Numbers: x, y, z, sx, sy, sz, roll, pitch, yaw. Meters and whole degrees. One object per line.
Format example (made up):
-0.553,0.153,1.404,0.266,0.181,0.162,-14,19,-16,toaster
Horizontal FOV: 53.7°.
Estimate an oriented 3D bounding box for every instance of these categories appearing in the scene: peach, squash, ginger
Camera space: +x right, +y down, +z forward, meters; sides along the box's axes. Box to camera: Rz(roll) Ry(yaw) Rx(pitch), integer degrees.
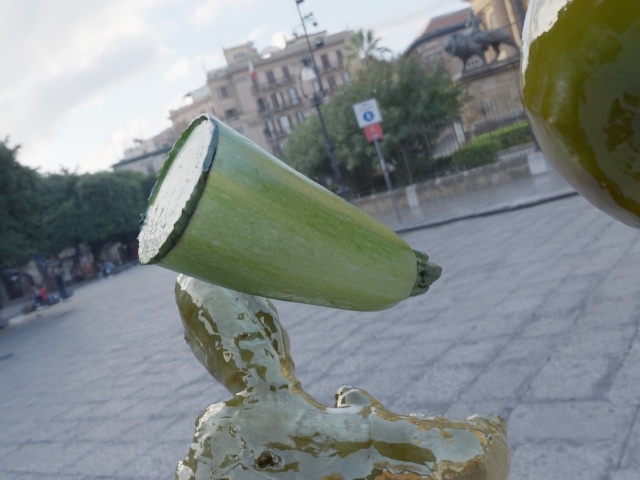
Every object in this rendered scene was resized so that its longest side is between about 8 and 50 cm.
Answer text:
0.232,-0.100,0.361,0.153,0.251,0.251,-42,15,-24,peach
0.000,0.000,0.414,0.224,0.094,0.094,19,-17,-33,squash
-0.028,0.203,0.500,0.348,0.122,0.363,18,44,10,ginger
